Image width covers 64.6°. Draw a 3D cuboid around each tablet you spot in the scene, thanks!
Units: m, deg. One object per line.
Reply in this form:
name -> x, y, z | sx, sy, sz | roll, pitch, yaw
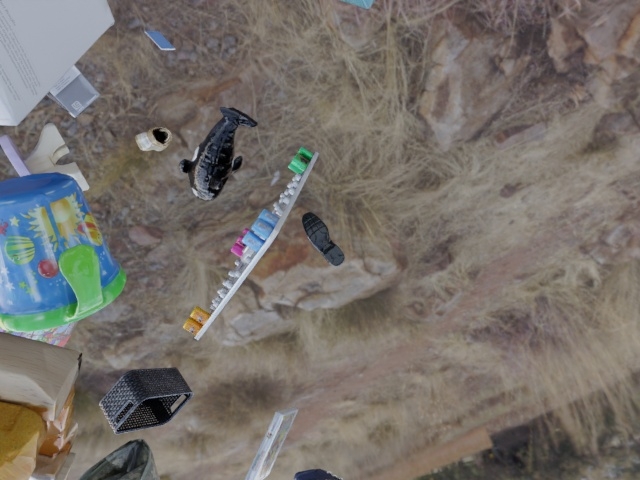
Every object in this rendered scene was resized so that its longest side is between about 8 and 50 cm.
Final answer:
tablet -> -0.469, -0.584, 1.479 | 0.054, 0.083, 0.006 | -27, 160, -52

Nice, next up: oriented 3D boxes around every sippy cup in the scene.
sippy cup -> -0.492, 0.006, 0.898 | 0.305, 0.240, 0.224 | 0, 116, 9

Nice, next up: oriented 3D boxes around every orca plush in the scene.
orca plush -> -0.225, -0.167, 1.172 | 0.151, 0.102, 0.287 | 5, 143, -45

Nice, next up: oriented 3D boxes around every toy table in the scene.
toy table -> -0.882, -0.242, 1.639 | 0.161, 0.252, 0.274 | -30, 149, -19

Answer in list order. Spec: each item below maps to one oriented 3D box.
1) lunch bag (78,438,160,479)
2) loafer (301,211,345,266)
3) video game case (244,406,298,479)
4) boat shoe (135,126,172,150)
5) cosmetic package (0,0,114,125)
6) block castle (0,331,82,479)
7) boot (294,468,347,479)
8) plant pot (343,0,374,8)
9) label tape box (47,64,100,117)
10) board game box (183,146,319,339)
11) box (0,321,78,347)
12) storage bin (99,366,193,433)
lunch bag -> -0.381, 0.568, 0.974 | 0.169, 0.287, 0.235 | -10, 110, 9
loafer -> 0.000, 0.000, 1.395 | 0.062, 0.170, 0.061 | -32, -178, -13
video game case -> -0.133, 0.566, 1.401 | 0.026, 0.206, 0.227 | 23, 170, 14
boat shoe -> -0.443, -0.283, 1.397 | 0.059, 0.063, 0.170 | -20, -165, 14
cosmetic package -> -0.532, -0.385, 0.877 | 0.155, 0.365, 0.197 | 4, 138, 9
block castle -> -0.360, 0.278, 0.412 | 0.212, 0.303, 0.453 | 17, 134, -12
boot -> 0.037, 0.558, 1.152 | 0.190, 0.086, 0.069 | 8, 112, -21
plant pot -> 0.078, -0.807, 1.402 | 0.166, 0.165, 0.234 | -55, 146, 0
label tape box -> -0.767, -0.508, 1.320 | 0.106, 0.240, 0.334 | -48, 149, -12
board game box -> -0.162, -0.005, 1.209 | 0.050, 0.390, 0.390 | 33, 125, -9
box -> -0.691, 0.191, 1.223 | 0.201, 0.057, 0.293 | -1, 136, -52
storage bin -> -0.408, 0.374, 1.198 | 0.122, 0.084, 0.180 | -48, 155, 9
